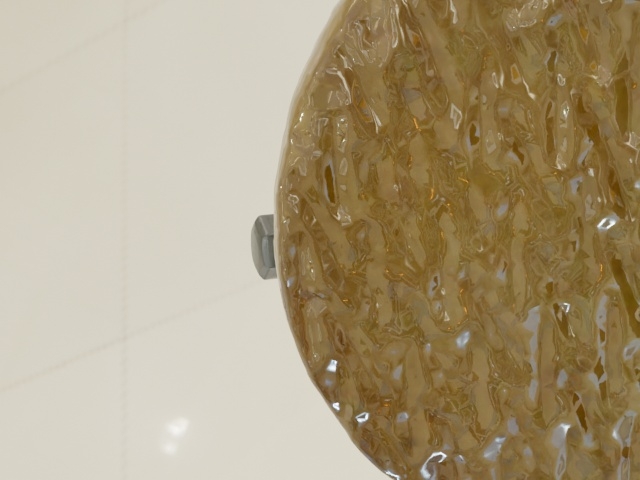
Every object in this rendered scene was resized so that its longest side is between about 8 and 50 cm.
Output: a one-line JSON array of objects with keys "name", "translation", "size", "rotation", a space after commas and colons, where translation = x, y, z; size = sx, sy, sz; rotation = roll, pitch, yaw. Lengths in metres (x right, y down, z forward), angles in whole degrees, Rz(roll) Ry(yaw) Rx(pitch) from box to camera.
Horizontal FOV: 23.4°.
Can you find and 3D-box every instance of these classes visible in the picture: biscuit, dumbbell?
[{"name": "biscuit", "translation": [0.113, -0.011, 0.455], "size": [0.262, 0.262, 0.037], "rotation": [-39, 25, 17]}, {"name": "dumbbell", "translation": [0.000, 0.000, 0.935], "size": [0.036, 0.083, 0.040], "rotation": [-154, 59, -72]}]
